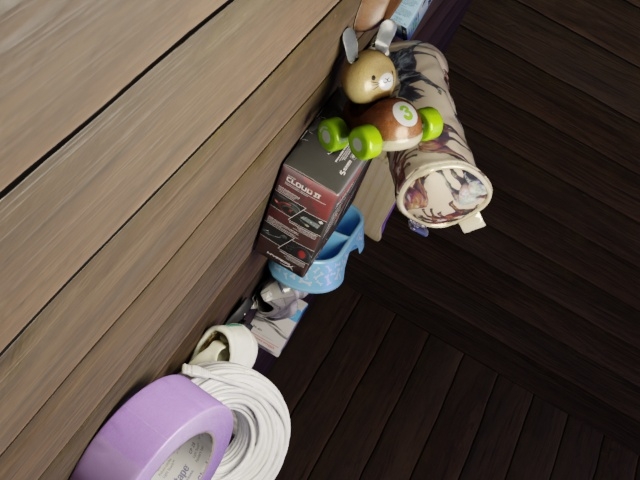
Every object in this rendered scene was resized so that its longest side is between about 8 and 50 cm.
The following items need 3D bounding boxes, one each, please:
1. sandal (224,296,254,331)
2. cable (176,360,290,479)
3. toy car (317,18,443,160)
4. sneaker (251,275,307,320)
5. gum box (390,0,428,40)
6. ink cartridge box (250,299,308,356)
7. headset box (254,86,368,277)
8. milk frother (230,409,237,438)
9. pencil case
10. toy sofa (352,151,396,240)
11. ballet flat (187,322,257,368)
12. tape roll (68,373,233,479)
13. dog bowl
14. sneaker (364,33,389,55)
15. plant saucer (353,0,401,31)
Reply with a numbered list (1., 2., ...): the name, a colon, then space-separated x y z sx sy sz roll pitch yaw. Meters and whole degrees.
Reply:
1. sandal: -0.181 0.210 1.957 0.097 0.054 0.254 -56 174 -45
2. cable: -0.177 0.336 1.589 0.089 0.257 0.257 13 -89 58
3. toy car: 0.086 -0.236 1.409 0.155 0.149 0.188 -20 116 -33
4. sneaker: -0.115 0.127 2.113 0.115 0.105 0.281 -22 167 -18
5. gum box: 0.196 -0.482 1.772 0.184 0.041 0.157 -60 175 6
6. ink cartridge box: -0.121 0.217 2.364 0.180 0.104 0.060 -62 175 22
7. headset box: 0.005 -0.106 1.612 0.218 0.110 0.293 -57 174 -36
8. milk frother: -0.195 0.302 1.878 0.143 0.135 0.129 -56 -154 -11
9. pencil case: 0.188 -0.198 1.674 0.410 0.160 0.183 -99 164 -44
10. toy sofa: 0.155 -0.169 2.493 0.150 0.177 0.362 -57 174 -33
11. ballet flat: -0.246 0.323 1.665 0.400 0.139 0.139 -63 176 -9
12. tape roll: -0.248 0.335 1.355 0.275 0.090 0.275 -47 157 -27
13. dog bowl: 0.000 0.000 2.017 0.297 0.166 0.074 -53 160 -53
14. sneaker: 0.100 -0.346 1.653 0.109 0.040 0.044 -59 161 -62
15. plant saucer: 0.115 -0.402 1.420 0.198 0.036 0.198 -59 175 -8
